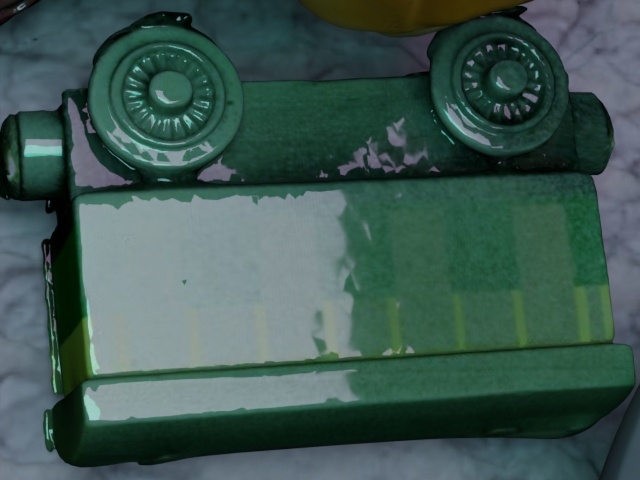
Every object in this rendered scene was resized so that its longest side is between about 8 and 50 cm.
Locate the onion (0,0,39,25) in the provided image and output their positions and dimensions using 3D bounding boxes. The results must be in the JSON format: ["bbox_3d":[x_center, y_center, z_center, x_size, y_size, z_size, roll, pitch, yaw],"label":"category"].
[{"bbox_3d":[-0.213,-0.199,0.736,0.207,0.216,0.206,-35,56,9],"label":"onion"}]

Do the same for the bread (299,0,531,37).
[{"bbox_3d":[0.016,-0.232,0.696,0.211,0.316,0.270,-38,131,12],"label":"bread"}]

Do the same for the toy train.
[{"bbox_3d":[0.000,0.000,0.785,0.300,0.120,0.202,-2,80,-16],"label":"toy train"}]

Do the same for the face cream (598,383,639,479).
[{"bbox_3d":[0.262,0.149,0.760,0.312,0.219,0.357,40,64,-25],"label":"face cream"}]
